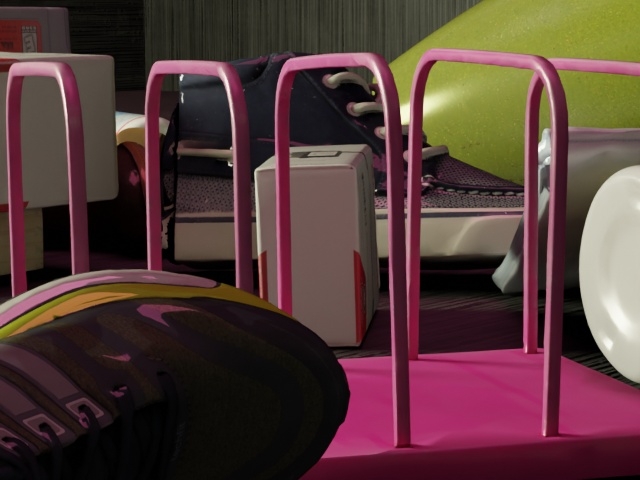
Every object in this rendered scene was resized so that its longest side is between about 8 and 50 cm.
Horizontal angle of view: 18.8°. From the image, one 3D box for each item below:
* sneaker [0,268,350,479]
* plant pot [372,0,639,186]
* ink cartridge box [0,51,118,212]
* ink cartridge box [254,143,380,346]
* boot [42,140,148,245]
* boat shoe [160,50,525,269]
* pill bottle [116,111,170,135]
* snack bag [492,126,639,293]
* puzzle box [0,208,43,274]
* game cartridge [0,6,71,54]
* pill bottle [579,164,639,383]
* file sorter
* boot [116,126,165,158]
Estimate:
[{"bbox_3d":[-0.111,0.086,0.645,0.300,0.111,0.121,-11,22,-32],"label":"sneaker"},{"bbox_3d":[0.205,-0.125,1.741,0.293,0.275,0.275,-15,4,12],"label":"plant pot"},{"bbox_3d":[-0.316,-0.086,1.462,0.273,0.114,0.197,5,10,42],"label":"ink cartridge box"},{"bbox_3d":[0.000,0.000,1.205,0.063,0.109,0.150,-2,7,5],"label":"ink cartridge box"},{"bbox_3d":[-0.250,-0.021,1.601,0.207,0.090,0.248,-16,14,-21],"label":"boot"},{"bbox_3d":[0.042,-0.061,1.402,0.340,0.158,0.127,0,-6,8],"label":"boat shoe"},{"bbox_3d":[-0.208,-0.091,2.022,0.087,0.087,0.160,-4,9,-30],"label":"pill bottle"},{"bbox_3d":[0.282,-0.027,1.214,0.342,0.037,0.323,-4,-16,-1],"label":"snack bag"},{"bbox_3d":[-0.450,-0.003,1.472,0.409,0.052,0.272,5,9,36],"label":"puzzle box"},{"bbox_3d":[-0.391,-0.182,2.309,0.060,0.196,0.294,3,8,28],"label":"game cartridge"},{"bbox_3d":[0.259,0.014,1.056,0.208,0.119,0.119,-3,8,-22],"label":"pill bottle"},{"bbox_3d":[0.008,0.005,0.880,0.290,0.182,0.202,-2,7,-17],"label":"file sorter"},{"bbox_3d":[-0.081,-0.043,1.732,0.197,0.073,0.152,25,-4,22],"label":"boot"}]
